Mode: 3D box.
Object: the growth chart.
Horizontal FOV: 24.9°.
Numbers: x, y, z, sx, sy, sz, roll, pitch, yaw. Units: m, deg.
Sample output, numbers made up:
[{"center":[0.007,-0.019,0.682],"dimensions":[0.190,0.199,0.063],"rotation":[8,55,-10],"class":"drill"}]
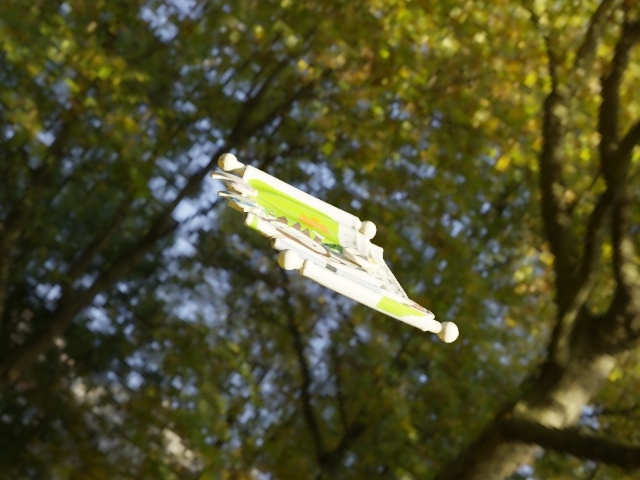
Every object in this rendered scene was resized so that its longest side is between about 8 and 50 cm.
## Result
[{"center":[0.000,0.000,1.137],"dimensions":[0.172,0.021,0.237],"rotation":[24,14,-22],"class":"growth chart"}]
